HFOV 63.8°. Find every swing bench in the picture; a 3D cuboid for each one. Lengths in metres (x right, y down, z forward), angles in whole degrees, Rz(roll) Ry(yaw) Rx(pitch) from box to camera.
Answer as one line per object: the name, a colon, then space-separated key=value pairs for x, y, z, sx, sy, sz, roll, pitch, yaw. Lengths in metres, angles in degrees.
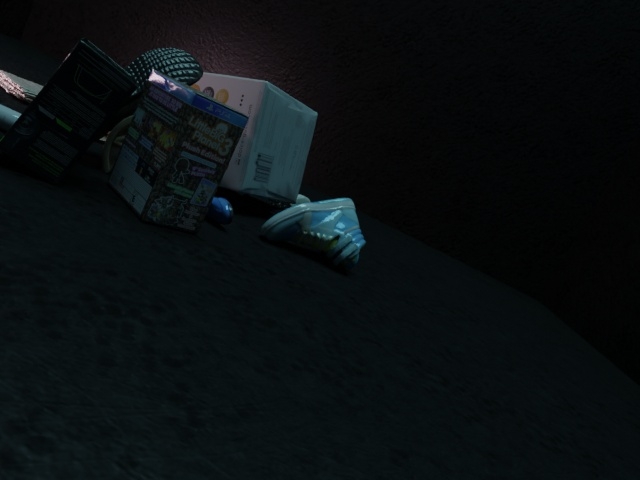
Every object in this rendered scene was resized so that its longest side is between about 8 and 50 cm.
swing bench: x=-0.433 y=-0.263 z=1.417 sx=0.254 sy=0.165 sz=0.253 roll=7 pitch=13 yaw=-7

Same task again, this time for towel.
towel: x=-0.974 y=-0.500 z=1.755 sx=0.282 sy=0.049 sz=0.187 roll=33 pitch=11 yaw=38

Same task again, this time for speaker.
speaker: x=-0.774 y=-0.301 z=1.221 sx=0.136 sy=0.055 sz=0.055 roll=24 pitch=10 yaw=-10

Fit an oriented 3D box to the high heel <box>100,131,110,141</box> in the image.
high heel: x=-0.668 y=-0.366 z=1.581 sx=0.181 sy=0.127 sz=0.377 roll=18 pitch=4 yaw=15

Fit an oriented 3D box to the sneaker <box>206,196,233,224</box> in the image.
sneaker: x=-0.310 y=-0.096 z=1.348 sx=0.082 sy=0.069 sz=0.209 roll=-4 pitch=29 yaw=-47

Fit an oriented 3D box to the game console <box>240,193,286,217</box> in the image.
game console: x=-0.118 y=-0.083 z=1.816 sx=0.361 sy=0.044 sz=0.213 roll=22 pitch=9 yaw=-28

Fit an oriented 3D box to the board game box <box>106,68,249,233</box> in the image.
board game box: x=-0.330 y=-0.202 z=1.164 sx=0.141 sy=0.291 sz=0.232 roll=16 pitch=15 yaw=-46

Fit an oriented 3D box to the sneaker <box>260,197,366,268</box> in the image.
sneaker: x=0.000 y=0.000 z=1.475 sx=0.319 sy=0.127 sz=0.208 roll=-15 pitch=73 yaw=-30

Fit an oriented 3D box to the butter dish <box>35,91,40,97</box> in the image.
butter dish: x=-0.654 y=-0.294 z=1.249 sx=0.160 sy=0.160 sz=0.118 roll=34 pitch=24 yaw=35

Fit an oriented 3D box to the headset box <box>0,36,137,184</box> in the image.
headset box: x=-0.536 y=-0.276 z=1.096 sx=0.131 sy=0.283 sz=0.246 roll=38 pitch=4 yaw=-31

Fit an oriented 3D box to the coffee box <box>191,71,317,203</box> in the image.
coffee box: x=-0.261 y=-0.336 z=1.725 sx=0.334 sy=0.338 sz=0.338 roll=17 pitch=5 yaw=26

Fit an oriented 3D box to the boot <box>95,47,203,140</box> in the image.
boot: x=-0.497 y=-0.394 z=1.396 sx=0.118 sy=0.338 sz=0.222 roll=61 pitch=-33 yaw=0

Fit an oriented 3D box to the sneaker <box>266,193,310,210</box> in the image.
sneaker: x=-0.137 y=-0.151 z=2.042 sx=0.086 sy=0.085 sz=0.237 roll=1 pitch=-4 yaw=37
